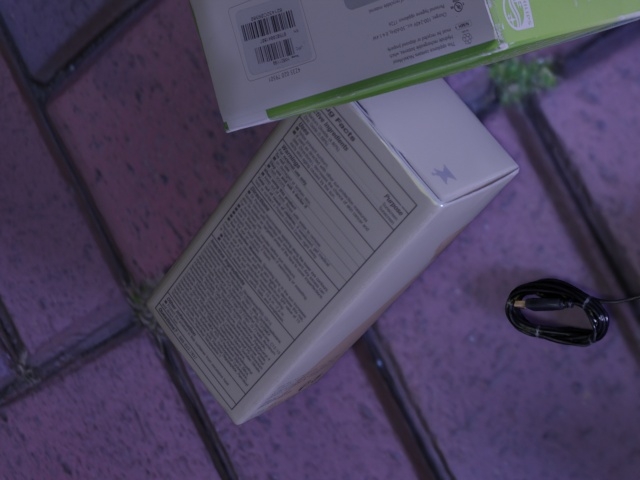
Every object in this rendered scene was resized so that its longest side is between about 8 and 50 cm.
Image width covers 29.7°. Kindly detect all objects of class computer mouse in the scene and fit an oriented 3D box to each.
[{"bbox_3d":[0.232,0.040,0.865,0.242,0.041,0.071,-16,95,42],"label":"computer mouse"}]

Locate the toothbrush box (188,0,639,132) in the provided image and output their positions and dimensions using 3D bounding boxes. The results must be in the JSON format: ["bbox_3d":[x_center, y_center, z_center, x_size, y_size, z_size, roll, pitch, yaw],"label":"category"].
[{"bbox_3d":[0.087,-0.167,0.753,0.206,0.283,0.122,-11,98,40],"label":"toothbrush box"}]

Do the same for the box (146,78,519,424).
[{"bbox_3d":[0.000,0.000,0.986,0.148,0.121,0.311,53,130,13],"label":"box"}]
